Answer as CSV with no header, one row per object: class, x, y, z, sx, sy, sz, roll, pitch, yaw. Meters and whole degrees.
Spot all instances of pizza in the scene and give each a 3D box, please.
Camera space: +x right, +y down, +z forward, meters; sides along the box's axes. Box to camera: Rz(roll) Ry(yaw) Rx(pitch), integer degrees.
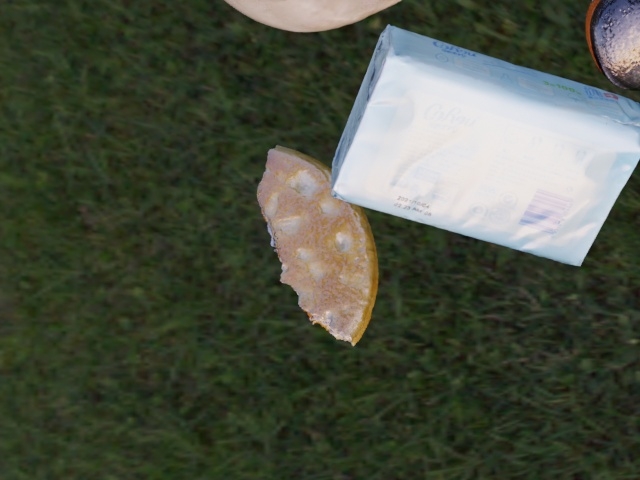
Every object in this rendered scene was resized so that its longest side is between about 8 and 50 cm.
pizza,-0.001,0.001,1.582,0.127,0.058,0.246,-31,74,-7

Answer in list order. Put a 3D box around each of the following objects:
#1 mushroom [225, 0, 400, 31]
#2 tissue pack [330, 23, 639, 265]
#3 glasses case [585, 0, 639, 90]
mushroom,0.027,-0.297,1.049,0.290,0.297,0.297,28,101,49
tissue pack,0.157,-0.089,1.333,0.263,0.089,0.177,16,126,-9
glasses case,0.350,-0.210,1.161,0.267,0.103,0.067,-23,36,2
